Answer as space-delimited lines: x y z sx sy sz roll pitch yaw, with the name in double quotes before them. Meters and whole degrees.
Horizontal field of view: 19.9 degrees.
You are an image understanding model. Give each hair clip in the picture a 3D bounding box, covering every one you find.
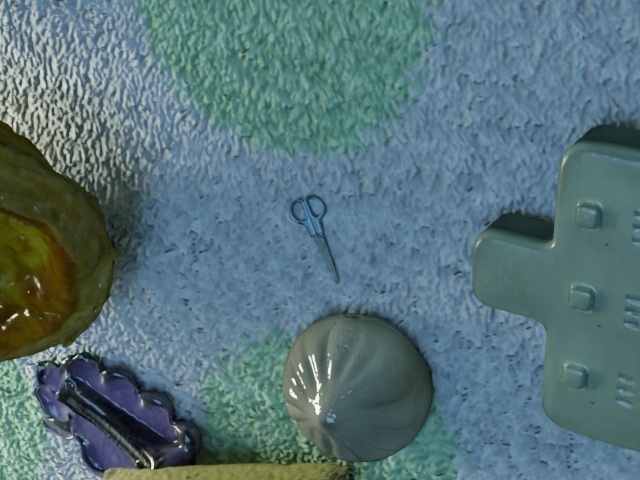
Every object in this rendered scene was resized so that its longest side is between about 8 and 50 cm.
"hair clip" -0.202 0.183 1.752 0.195 0.052 0.124 33 117 16

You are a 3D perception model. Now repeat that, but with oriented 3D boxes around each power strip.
"power strip" 0.217 0.035 1.458 0.193 0.059 0.265 15 121 25

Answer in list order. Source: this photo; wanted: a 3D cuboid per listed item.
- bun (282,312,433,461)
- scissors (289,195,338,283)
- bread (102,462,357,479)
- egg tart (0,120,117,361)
"bun" 0.023 0.139 1.590 0.138 0.094 0.138 12 121 21
"scissors" 0.000 0.000 1.590 0.036 0.006 0.083 -16 104 30
"bread" -0.077 0.326 1.670 0.246 0.111 0.239 -5 109 14
"egg tart" -0.339 -0.020 1.637 0.341 0.129 0.341 5 144 3
